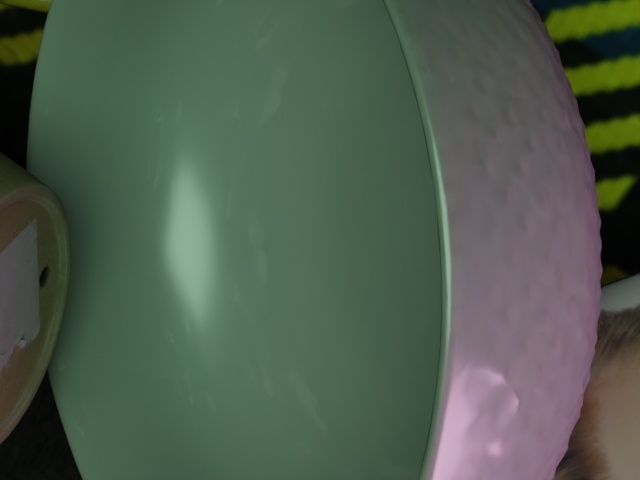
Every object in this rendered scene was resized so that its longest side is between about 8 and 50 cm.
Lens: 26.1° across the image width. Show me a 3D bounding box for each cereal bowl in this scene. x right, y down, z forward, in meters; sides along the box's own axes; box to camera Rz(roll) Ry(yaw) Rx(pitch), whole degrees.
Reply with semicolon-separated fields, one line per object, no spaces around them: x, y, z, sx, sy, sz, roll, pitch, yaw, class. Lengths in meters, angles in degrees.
0.000;0.000;0.607;0.339;0.141;0.339;10;103;53;cereal bowl

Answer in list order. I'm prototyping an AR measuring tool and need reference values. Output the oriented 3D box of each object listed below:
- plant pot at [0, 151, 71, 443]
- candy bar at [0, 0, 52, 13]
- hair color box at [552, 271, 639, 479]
-0.265;0.002;0.630;0.274;0.256;0.256;13;99;13;plant pot
-0.109;-0.128;0.723;0.161;0.018;0.040;15;99;8;candy bar
0.261;0.067;0.576;0.347;0.105;0.174;-23;68;25;hair color box
